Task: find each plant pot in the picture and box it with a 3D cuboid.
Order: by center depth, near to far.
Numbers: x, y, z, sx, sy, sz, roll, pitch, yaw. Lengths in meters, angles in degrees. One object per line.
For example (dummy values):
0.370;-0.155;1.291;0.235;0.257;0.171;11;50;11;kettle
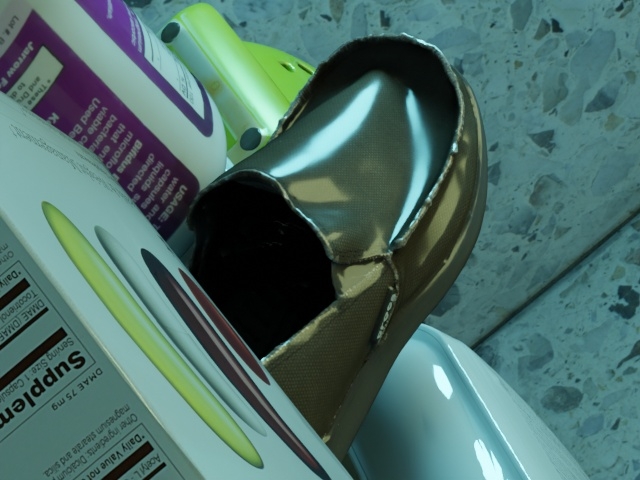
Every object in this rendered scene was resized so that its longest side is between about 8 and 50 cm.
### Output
-0.070;-0.023;1.222;0.207;0.227;0.228;35;15;-49;plant pot

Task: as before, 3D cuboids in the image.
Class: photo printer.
0.130;0.199;1.016;0.256;0.107;0.307;47;8;-35;photo printer

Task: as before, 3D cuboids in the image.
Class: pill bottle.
-0.159;-0.065;0.952;0.301;0.169;0.169;47;5;-45;pill bottle

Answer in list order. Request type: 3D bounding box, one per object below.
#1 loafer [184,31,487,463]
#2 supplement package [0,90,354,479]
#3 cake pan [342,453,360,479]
0.000;0.000;0.925;0.133;0.366;0.130;6;-40;21;loafer
-0.101;0.068;0.508;0.203;0.149;0.194;50;4;16;supplement package
0.023;0.190;1.037;0.293;0.054;0.293;50;7;-9;cake pan
